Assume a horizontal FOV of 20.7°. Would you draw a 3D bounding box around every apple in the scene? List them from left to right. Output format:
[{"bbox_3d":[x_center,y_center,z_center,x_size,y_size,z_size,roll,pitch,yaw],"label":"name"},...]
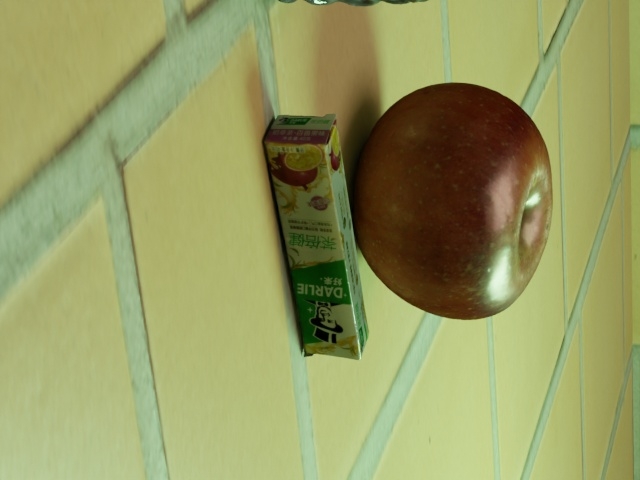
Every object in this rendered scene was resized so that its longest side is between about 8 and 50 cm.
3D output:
[{"bbox_3d":[0.109,-0.036,1.502,0.201,0.162,0.201,-44,141,-53],"label":"apple"}]

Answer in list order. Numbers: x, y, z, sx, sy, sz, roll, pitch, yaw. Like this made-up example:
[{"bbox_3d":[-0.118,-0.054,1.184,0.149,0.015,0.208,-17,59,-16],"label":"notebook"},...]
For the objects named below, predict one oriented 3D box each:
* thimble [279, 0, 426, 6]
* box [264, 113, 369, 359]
[{"bbox_3d":[0.027,-0.215,1.202,0.150,0.150,0.097,-6,96,-74],"label":"thimble"},{"bbox_3d":[0.000,0.000,1.309,0.041,0.050,0.207,-65,153,-49],"label":"box"}]
